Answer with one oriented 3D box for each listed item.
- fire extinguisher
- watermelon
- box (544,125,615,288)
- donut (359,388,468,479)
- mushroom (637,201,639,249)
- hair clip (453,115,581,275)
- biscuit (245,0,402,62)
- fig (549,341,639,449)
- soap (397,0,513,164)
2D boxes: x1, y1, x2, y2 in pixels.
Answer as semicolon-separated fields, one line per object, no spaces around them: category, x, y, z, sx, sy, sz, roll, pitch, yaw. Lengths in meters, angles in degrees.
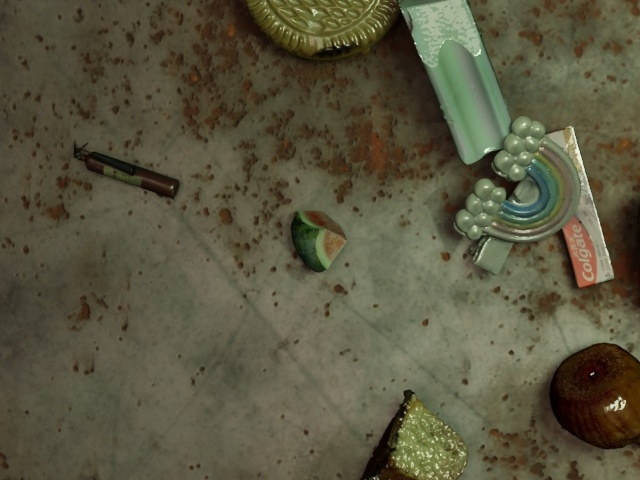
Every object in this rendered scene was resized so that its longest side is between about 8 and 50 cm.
fire extinguisher;-0.290;-0.103;1.913;0.173;0.049;0.035;19;102;10
watermelon;-0.001;0.004;1.857;0.072;0.084;0.092;-8;128;-10
box;0.347;-0.045;1.799;0.055;0.039;0.218;-14;88;9
donut;0.115;0.325;1.819;0.126;0.144;0.187;32;66;2
mushroom;0.544;0.138;1.664;0.313;0.224;0.397;16;124;43
hair clip;0.268;-0.052;1.767;0.140;0.054;0.220;26;115;-11
biscuit;0.015;-0.375;1.835;0.259;0.079;0.259;0;91;10
fig;0.403;0.233;1.772;0.133;0.146;0.201;-26;128;31
soap;0.183;-0.236;1.760;0.091;0.145;0.231;-21;115;7
